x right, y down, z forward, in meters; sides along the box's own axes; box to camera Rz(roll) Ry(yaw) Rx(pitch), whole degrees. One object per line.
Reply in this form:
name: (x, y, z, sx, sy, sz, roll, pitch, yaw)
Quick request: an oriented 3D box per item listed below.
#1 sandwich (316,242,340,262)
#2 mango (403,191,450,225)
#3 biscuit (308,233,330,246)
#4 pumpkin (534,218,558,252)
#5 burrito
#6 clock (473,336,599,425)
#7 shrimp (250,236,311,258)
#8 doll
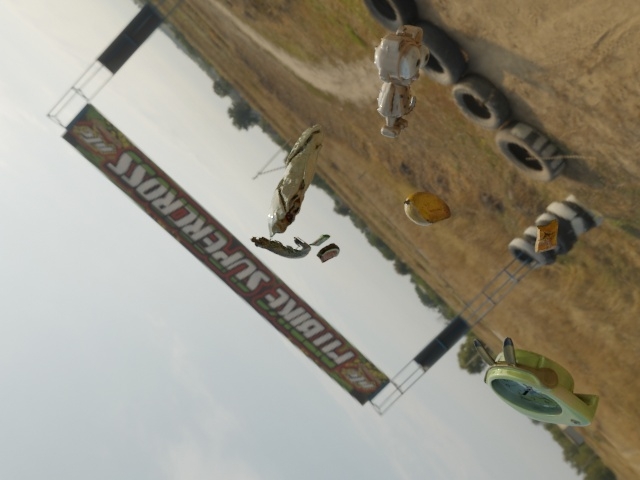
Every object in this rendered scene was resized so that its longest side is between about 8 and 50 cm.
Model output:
sandwich: (0.024, 0.039, 1.677, 0.101, 0.069, 0.026, -24, -119, -37)
mango: (0.315, -0.094, 1.551, 0.187, 0.101, 0.066, 2, 169, -34)
biscuit: (0.000, 0.000, 1.998, 0.046, 0.089, 0.016, 6, -124, -45)
pumpkin: (0.702, -0.009, 1.619, 0.035, 0.073, 0.101, -134, 32, -64)
burrito: (-0.063, -0.176, 1.439, 0.076, 0.117, 0.392, 35, -132, -23)
clock: (0.399, 0.267, 1.008, 0.232, 0.069, 0.170, 40, 155, -15)
shrimp: (-0.109, 0.013, 1.518, 0.178, 0.034, 0.124, 24, 149, -24)
doll: (0.198, -0.397, 1.317, 0.119, 0.154, 0.278, 24, 147, 25)
